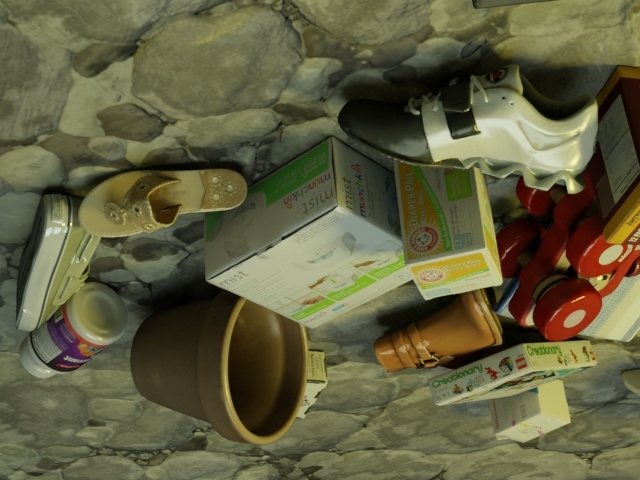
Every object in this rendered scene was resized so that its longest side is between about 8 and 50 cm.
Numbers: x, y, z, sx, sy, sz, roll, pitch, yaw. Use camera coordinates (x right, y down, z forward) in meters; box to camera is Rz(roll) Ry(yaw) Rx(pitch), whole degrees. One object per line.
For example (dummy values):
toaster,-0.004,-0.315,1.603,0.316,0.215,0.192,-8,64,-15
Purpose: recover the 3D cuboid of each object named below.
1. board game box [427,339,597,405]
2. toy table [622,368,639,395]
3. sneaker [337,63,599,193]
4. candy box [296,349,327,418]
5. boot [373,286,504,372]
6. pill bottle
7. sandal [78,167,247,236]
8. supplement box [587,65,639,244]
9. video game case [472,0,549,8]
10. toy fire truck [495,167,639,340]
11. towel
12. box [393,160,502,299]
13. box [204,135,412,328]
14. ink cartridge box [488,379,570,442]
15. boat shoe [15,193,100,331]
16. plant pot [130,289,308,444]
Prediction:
board game box,0.348,0.234,2.071,0.193,0.053,0.305,-26,163,29
toy table,0.720,0.308,2.229,0.252,0.161,0.274,-5,147,1
sneaker,0.191,-0.166,1.474,0.330,0.122,0.146,9,121,-3
candy box,-0.120,0.258,2.128,0.233,0.071,0.159,7,146,-17
boot,0.195,0.148,1.975,0.220,0.109,0.283,-10,158,8
pill bottle,-0.409,0.153,1.892,0.108,0.108,0.193,22,140,-35
sandal,-0.219,-0.057,1.585,0.240,0.088,0.079,-10,-175,-2
supplement box,0.465,-0.104,1.514,0.191,0.194,0.129,4,147,-13
video game case,0.306,-0.343,1.277,0.274,0.026,0.196,-5,148,2
toy fire truck,0.405,0.004,1.689,0.254,0.169,0.302,-7,135,-28
towel,0.441,0.064,1.870,0.285,0.034,0.209,12,123,-25
box,0.170,-0.037,1.574,0.114,0.203,0.103,-14,146,14
box,0.000,0.000,1.684,0.262,0.126,0.231,-29,140,34
ink cartridge box,0.404,0.333,2.293,0.090,0.092,0.143,20,142,-35
boat shoe,-0.392,0.045,1.728,0.094,0.109,0.302,7,143,-21
plant pot,-0.179,0.192,1.890,0.229,0.263,0.263,0,153,28
